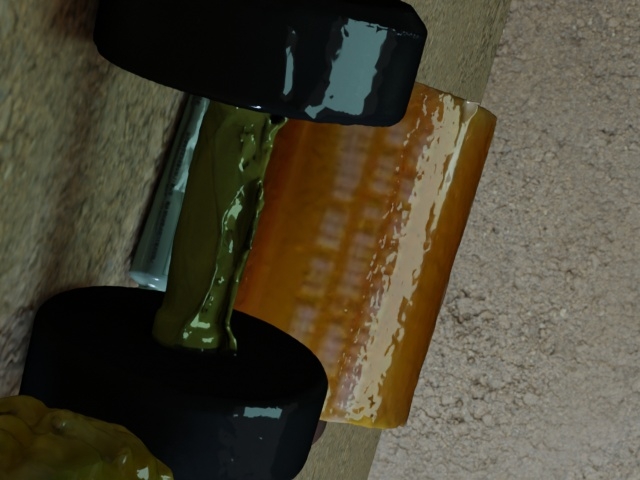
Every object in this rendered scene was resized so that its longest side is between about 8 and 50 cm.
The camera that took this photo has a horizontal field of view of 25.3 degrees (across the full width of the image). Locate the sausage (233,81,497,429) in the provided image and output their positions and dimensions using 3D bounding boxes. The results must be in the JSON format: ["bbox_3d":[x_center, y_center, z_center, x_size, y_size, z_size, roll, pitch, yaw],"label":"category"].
[{"bbox_3d":[0.000,0.000,1.208,0.233,0.233,0.287,17,91,-79],"label":"sausage"}]

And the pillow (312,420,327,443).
[{"bbox_3d":[-0.014,0.165,1.762,0.171,0.075,0.179,50,58,-77],"label":"pillow"}]

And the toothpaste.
[{"bbox_3d":[-0.107,-0.045,1.119,0.064,0.041,0.218,48,56,-70],"label":"toothpaste"}]

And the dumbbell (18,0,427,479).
[{"bbox_3d":[-0.068,-0.016,0.923,0.204,0.203,0.322,-34,140,-72],"label":"dumbbell"}]

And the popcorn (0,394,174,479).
[{"bbox_3d":[-0.173,0.200,0.751,0.190,0.250,0.250,-41,-172,34],"label":"popcorn"}]
